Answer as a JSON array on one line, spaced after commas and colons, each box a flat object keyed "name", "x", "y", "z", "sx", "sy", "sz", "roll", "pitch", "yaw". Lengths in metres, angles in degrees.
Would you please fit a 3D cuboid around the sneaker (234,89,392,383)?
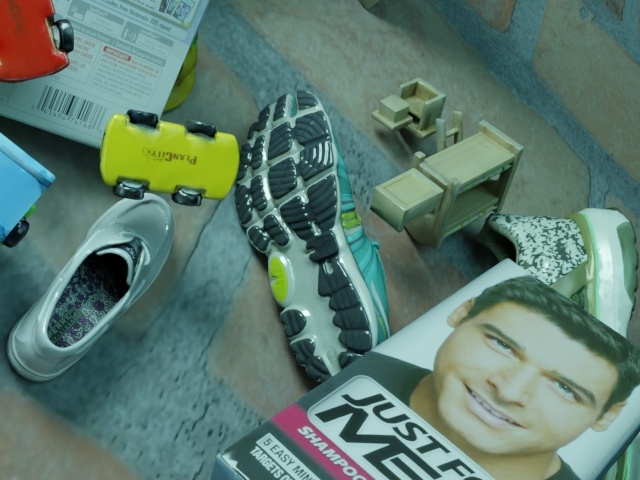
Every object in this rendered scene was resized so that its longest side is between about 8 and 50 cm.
[{"name": "sneaker", "x": 0.000, "y": 0.000, "z": 0.763, "sx": 0.110, "sy": 0.107, "sz": 0.275, "roll": 6, "pitch": 68, "yaw": -62}]

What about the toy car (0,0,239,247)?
[{"name": "toy car", "x": -0.201, "y": -0.055, "z": 0.564, "sx": 0.225, "sy": 0.053, "sz": 0.239, "roll": -49, "pitch": 117, "yaw": -9}]

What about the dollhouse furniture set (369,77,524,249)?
[{"name": "dollhouse furniture set", "x": 0.087, "y": -0.072, "z": 0.896, "sx": 0.182, "sy": 0.101, "sz": 0.161, "roll": -27, "pitch": 54, "yaw": -33}]

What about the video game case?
[{"name": "video game case", "x": -0.204, "y": -0.212, "z": 0.584, "sx": 0.270, "sy": 0.244, "sz": 0.061, "roll": 18, "pitch": 12, "yaw": -36}]

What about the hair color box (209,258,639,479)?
[{"name": "hair color box", "x": 0.107, "y": 0.165, "z": 0.657, "sx": 0.185, "sy": 0.113, "sz": 0.374, "roll": 37, "pitch": 40, "yaw": 25}]

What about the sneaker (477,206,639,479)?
[{"name": "sneaker", "x": 0.224, "y": 0.138, "z": 0.887, "sx": 0.182, "sy": 0.158, "sz": 0.410, "roll": 11, "pitch": 59, "yaw": -4}]

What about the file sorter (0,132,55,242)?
[{"name": "file sorter", "x": -0.244, "y": -0.006, "z": 0.458, "sx": 0.118, "sy": 0.104, "sz": 0.170, "roll": 41, "pitch": 80, "yaw": -20}]

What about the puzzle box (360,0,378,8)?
[{"name": "puzzle box", "x": 0.021, "y": -0.486, "z": 0.893, "sx": 0.409, "sy": 0.272, "sz": 0.052, "roll": 49, "pitch": 44, "yaw": -13}]

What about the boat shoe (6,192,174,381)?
[{"name": "boat shoe", "x": -0.155, "y": 0.022, "z": 0.611, "sx": 0.066, "sy": 0.063, "sz": 0.184, "roll": 50, "pitch": 44, "yaw": -11}]

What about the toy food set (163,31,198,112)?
[{"name": "toy food set", "x": -0.167, "y": -0.220, "z": 0.721, "sx": 0.128, "sy": 0.071, "sz": 0.217, "roll": -24, "pitch": 86, "yaw": -47}]
